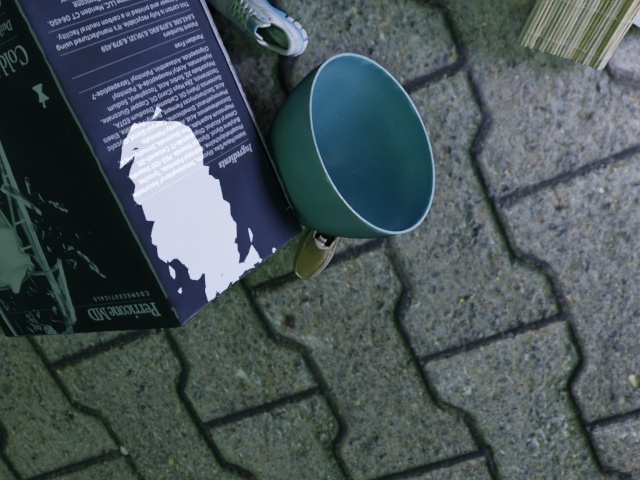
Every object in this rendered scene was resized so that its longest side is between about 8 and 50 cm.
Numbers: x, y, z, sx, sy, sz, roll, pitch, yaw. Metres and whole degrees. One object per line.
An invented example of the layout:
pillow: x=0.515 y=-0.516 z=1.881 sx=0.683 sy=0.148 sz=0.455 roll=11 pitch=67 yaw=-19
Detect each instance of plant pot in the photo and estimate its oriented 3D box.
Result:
plant pot: x=0.020 y=-0.127 z=1.214 sx=0.195 sy=0.290 sz=0.290 roll=-19 pitch=110 yaw=42

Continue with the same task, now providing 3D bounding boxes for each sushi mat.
sushi mat: x=0.409 y=-0.385 z=1.060 sx=0.152 sy=0.019 sz=0.316 roll=15 pitch=141 yaw=-3

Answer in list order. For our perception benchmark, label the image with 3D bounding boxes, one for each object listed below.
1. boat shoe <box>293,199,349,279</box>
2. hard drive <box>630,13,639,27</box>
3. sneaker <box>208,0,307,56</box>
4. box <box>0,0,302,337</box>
boat shoe: x=0.000 y=0.000 z=1.360 sx=0.068 sy=0.072 sz=0.190 roll=27 pitch=115 yaw=-2
hard drive: x=0.504 y=-0.502 z=1.070 sx=0.233 sy=0.047 sz=0.353 roll=31 pitch=114 yaw=-4
sneaker: x=-0.109 y=-0.363 z=1.219 sx=0.191 sy=0.083 sz=0.071 roll=32 pitch=116 yaw=-3
box: x=-0.358 y=-0.132 z=1.124 sx=0.480 sy=0.297 sz=0.471 roll=-9 pitch=113 yaw=41
